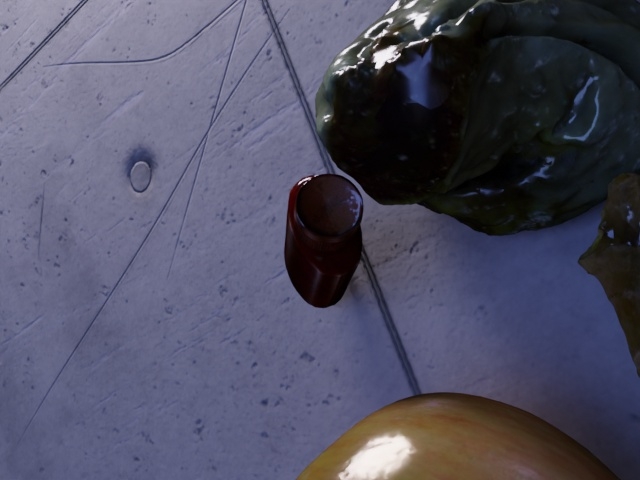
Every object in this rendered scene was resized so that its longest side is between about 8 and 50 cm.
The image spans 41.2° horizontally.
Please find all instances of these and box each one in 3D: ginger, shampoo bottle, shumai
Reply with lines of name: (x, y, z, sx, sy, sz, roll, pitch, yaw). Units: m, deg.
ginger: (0.313, 0.079, 0.707, 0.131, 0.086, 0.294, -24, 82, 22)
shampoo bottle: (0.000, 0.000, 0.843, 0.064, 0.260, 0.102, -18, 78, -7)
shumai: (0.113, -0.154, 0.748, 0.309, 0.263, 0.304, -18, 80, 36)

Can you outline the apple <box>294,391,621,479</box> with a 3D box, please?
apple: (0.100, 0.316, 0.679, 0.346, 0.391, 0.391, 39, 112, 12)
